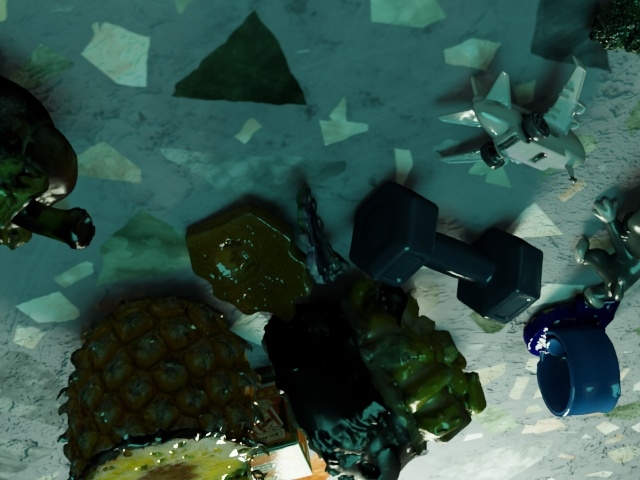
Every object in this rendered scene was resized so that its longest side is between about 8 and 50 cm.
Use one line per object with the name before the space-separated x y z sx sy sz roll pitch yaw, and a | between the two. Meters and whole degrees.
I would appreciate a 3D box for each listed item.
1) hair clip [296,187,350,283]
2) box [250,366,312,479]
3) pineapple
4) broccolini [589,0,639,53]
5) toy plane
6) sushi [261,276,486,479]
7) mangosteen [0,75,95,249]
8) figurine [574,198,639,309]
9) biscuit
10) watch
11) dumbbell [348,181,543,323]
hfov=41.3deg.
hair clip | 0.002 -0.001 1.268 0.052 0.124 0.195 -14 139 9
box | -0.133 0.356 1.599 0.195 0.177 0.148 -14 138 2
pineapple | -0.257 0.267 1.375 0.352 0.300 0.352 -7 138 -6
broccolini | 0.538 -0.277 1.153 0.392 0.079 0.074 -1 128 -23
toy plane | 0.293 -0.147 1.194 0.255 0.101 0.251 23 140 -34
sushi | 0.088 0.214 1.412 0.285 0.328 0.328 -33 121 4
mangosteen | -0.389 -0.073 0.982 0.231 0.289 0.231 -43 151 -31
figurine | 0.523 0.012 1.408 0.193 0.140 0.265 31 110 -18
biscuit | -0.100 0.043 1.314 0.182 0.034 0.215 -20 121 26
watch | 0.484 0.224 1.588 0.171 0.200 0.196 -8 143 0
dumbbell | 0.203 0.025 1.336 0.316 0.156 0.143 20 100 -32
